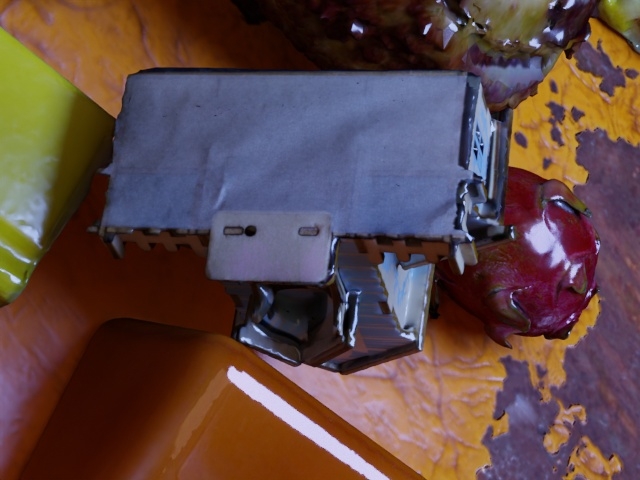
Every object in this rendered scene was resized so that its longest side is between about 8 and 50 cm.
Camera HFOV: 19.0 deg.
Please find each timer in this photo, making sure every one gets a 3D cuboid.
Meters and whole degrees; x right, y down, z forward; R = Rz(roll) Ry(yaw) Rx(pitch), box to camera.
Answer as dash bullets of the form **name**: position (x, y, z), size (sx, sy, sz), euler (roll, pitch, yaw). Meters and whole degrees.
- **timer**: position (-0.074, 0.214, 1.249), size (0.257, 0.161, 0.250), euler (38, 73, -22)

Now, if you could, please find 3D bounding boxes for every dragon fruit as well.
- **dragon fruit**: position (0.143, 0.003, 1.450), size (0.166, 0.133, 0.136), euler (44, 46, -5)

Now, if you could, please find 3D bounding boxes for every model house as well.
- **model house**: position (0.000, 0.000, 1.272), size (0.206, 0.271, 0.178), euler (66, 26, -61)

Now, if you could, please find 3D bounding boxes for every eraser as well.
- **eraser**: position (-0.252, -0.076, 1.225), size (0.226, 0.069, 0.158), euler (39, 55, -20)

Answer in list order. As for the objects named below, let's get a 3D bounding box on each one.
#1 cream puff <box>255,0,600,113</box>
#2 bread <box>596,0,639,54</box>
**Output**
- **cream puff**: position (0.062, -0.239, 1.401), size (0.350, 0.229, 0.350), euler (22, 54, -35)
- **bread**: position (0.273, -0.281, 1.609), size (0.251, 0.174, 0.133), euler (41, 54, -14)
